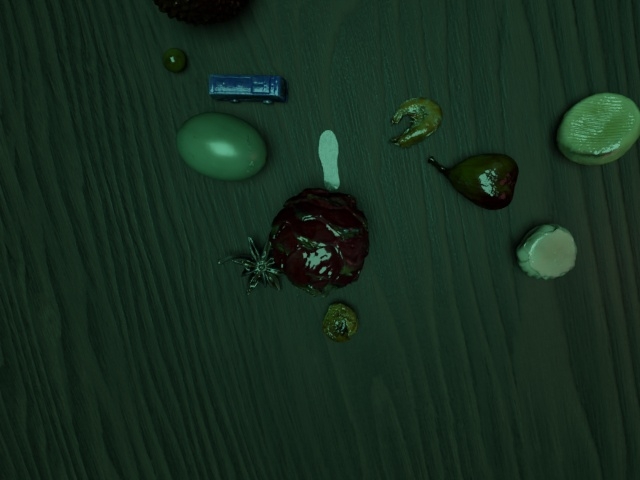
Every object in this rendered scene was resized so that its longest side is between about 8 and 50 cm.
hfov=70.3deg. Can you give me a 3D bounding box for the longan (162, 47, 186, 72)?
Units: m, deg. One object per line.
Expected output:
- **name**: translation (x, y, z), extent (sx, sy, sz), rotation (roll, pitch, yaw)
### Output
- **longan**: translation (-0.458, -0.567, 1.423), extent (0.075, 0.075, 0.083), rotation (-33, 55, 10)

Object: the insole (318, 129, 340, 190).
- **insole**: translation (0.030, -0.257, 1.467), extent (0.065, 0.006, 0.193), rotation (-6, 101, 5)

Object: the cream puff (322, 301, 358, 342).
- **cream puff**: translation (0.066, 0.275, 1.520), extent (0.120, 0.104, 0.132), rotation (1, 100, 11)

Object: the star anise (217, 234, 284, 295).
- **star anise**: translation (-0.210, 0.079, 1.510), extent (0.231, 0.089, 0.209), rotation (33, 90, -8)

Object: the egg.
- **egg**: translation (-0.300, -0.285, 1.389), extent (0.283, 0.203, 0.202), rotation (17, 102, 5)

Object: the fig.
- **fig**: translation (0.459, -0.200, 1.385), extent (0.275, 0.145, 0.170), rotation (20, 100, 14)

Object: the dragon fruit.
- **dragon fruit**: translation (-0.003, -0.001, 1.371), extent (0.330, 0.329, 0.328), rotation (1, 101, 5)

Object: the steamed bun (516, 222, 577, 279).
- **steamed bun**: translation (0.699, 0.036, 1.418), extent (0.183, 0.106, 0.182), rotation (0, 103, 1)

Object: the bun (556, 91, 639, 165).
- **bun**: translation (0.813, -0.319, 1.337), extent (0.223, 0.128, 0.222), rotation (-4, 82, 29)

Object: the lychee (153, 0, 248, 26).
- **lychee**: translation (-0.333, -0.759, 1.265), extent (0.331, 0.306, 0.305), rotation (0, 102, 33)

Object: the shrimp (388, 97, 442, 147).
- **shrimp**: translation (0.286, -0.364, 1.411), extent (0.188, 0.052, 0.132), rotation (-37, 77, 5)

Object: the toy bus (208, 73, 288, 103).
- **toy bus**: translation (-0.223, -0.466, 1.403), extent (0.237, 0.094, 0.079), rotation (2, 101, 5)
